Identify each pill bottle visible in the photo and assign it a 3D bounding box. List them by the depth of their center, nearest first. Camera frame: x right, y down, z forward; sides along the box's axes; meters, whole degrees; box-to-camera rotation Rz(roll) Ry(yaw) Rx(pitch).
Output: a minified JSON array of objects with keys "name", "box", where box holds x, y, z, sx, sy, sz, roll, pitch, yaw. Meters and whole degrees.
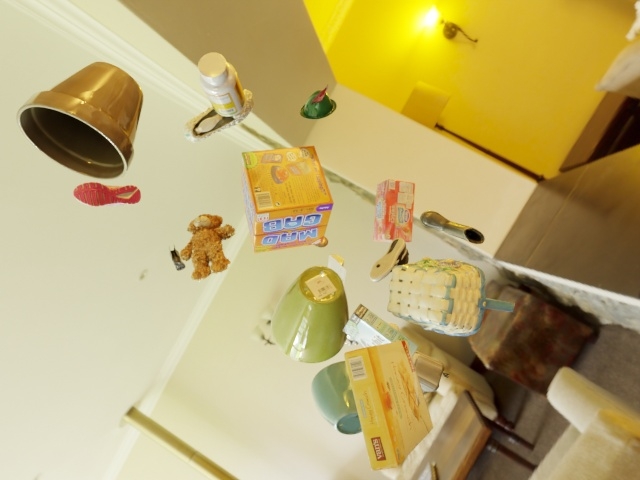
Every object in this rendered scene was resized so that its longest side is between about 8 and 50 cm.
[{"name":"pill bottle","box":[-0.370,-0.581,1.635,0.136,0.137,0.245,-59,-8,-10]}]

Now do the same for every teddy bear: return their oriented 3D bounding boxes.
[{"name":"teddy bear","box":[-0.474,0.014,1.824,0.113,0.246,0.337,47,-142,-51]}]

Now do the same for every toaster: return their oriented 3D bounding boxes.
[{"name":"toaster","box":[0.358,0.488,1.663,0.129,0.147,0.227,-67,16,-17]}]

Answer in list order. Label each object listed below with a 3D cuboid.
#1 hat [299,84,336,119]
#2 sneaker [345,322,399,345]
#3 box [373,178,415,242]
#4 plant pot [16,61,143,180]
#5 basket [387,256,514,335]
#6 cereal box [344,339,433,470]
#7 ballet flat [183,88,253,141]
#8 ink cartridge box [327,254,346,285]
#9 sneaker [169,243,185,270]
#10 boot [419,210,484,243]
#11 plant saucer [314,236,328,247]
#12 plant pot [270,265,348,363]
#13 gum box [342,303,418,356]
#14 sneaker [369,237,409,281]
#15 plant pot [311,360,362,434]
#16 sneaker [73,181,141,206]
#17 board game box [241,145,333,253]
[{"name":"hat","box":[-0.019,-0.682,2.028,0.183,0.209,0.172,70,-146,-48]},{"name":"sneaker","box":[0.254,0.446,2.142,0.118,0.293,0.109,104,158,-51]},{"name":"box","box":[0.367,-0.140,2.187,0.142,0.154,0.299,168,107,-73]},{"name":"plant pot","box":[-0.708,-0.394,1.378,0.323,0.324,0.280,106,179,-60]},{"name":"basket","box":[0.345,0.151,1.183,0.289,0.255,0.200,17,-98,-42]},{"name":"cereal box","box":[0.124,0.263,0.749,0.048,0.172,0.240,-21,-17,22]},{"name":"ballet flat","box":[-0.488,-0.611,2.173,0.409,0.147,0.147,-38,-13,-11]},{"name":"ink cartridge box","box":[0.092,0.191,2.139,0.232,0.066,0.188,-144,58,-61]},{"name":"sneaker","box":[-0.740,0.091,2.257,0.051,0.089,0.170,-21,-18,-14]},{"name":"boot","box":[0.507,-0.048,1.706,0.208,0.190,0.075,-118,45,-70]},{"name":"plant saucer","box":[0.000,0.000,2.280,0.083,0.084,0.015,-54,-16,-36]},{"name":"plant pot","box":[-0.017,0.218,1.439,0.274,0.275,0.293,-54,-13,-36]},{"name":"gum box","box":[0.157,0.266,1.199,0.041,0.185,0.157,-49,-12,-27]},{"name":"sneaker","box":[0.289,0.106,1.753,0.216,0.079,0.121,-50,-49,-20]},{"name":"plant pot","box":[0.115,0.659,1.773,0.195,0.291,0.290,-102,33,-57]},{"name":"sneaker","box":[-0.897,-0.185,1.840,0.253,0.111,0.102,2,-93,-37]},{"name":"board game box","box":[-0.178,-0.197,2.136,0.356,0.357,0.356,105,152,-57]}]
